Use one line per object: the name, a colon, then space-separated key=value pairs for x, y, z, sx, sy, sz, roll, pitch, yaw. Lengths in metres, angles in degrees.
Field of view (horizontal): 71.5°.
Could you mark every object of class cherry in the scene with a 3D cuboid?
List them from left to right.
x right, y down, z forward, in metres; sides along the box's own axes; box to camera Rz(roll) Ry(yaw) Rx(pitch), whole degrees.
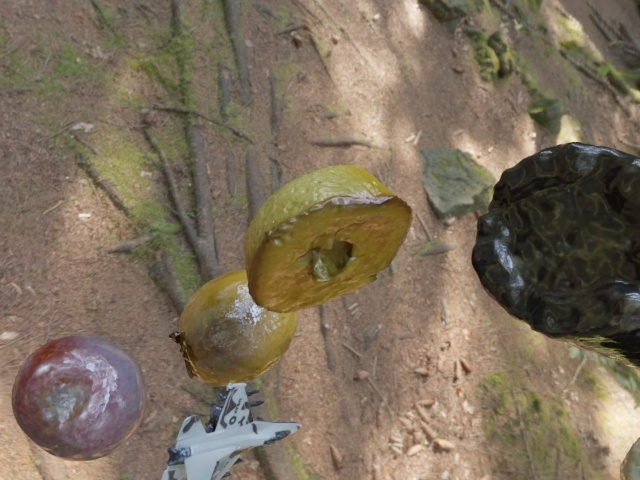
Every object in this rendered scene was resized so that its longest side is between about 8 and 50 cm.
cherry: x=-0.435 y=0.287 z=0.839 sx=0.239 sy=0.239 sz=0.206 roll=35 pitch=82 yaw=-30

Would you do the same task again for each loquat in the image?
loquat: x=-0.147 y=0.156 z=0.822 sx=0.238 sy=0.238 sz=0.193 roll=-38 pitch=113 yaw=-44

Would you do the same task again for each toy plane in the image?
toy plane: x=-0.107 y=0.242 z=0.549 sx=0.234 sy=0.082 sz=0.160 roll=15 pitch=96 yaw=-65

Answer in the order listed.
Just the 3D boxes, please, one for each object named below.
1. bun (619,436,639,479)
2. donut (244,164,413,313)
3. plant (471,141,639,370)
bun: x=0.394 y=0.251 z=0.435 sx=0.134 sy=0.220 sz=0.220 roll=43 pitch=47 yaw=3
donut: x=0.000 y=0.000 z=0.433 sx=0.162 sy=0.178 sz=0.065 roll=-3 pitch=53 yaw=-33
plant: x=0.291 y=0.020 z=0.443 sx=0.276 sy=0.188 sz=0.199 roll=12 pitch=108 yaw=-43
